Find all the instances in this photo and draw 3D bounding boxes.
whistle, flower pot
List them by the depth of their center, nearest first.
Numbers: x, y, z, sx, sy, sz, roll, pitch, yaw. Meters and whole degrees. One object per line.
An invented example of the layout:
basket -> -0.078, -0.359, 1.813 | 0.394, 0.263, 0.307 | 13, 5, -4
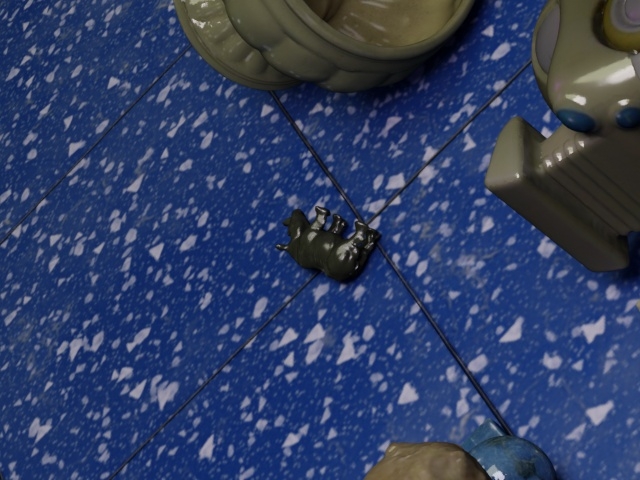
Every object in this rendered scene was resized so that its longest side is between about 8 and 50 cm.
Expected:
whistle -> 0.142, 0.190, 1.489 | 0.090, 0.090, 0.158 | -49, 37, 4
flower pot -> -0.011, -0.291, 1.900 | 0.244, 0.307, 0.307 | -20, 46, 54

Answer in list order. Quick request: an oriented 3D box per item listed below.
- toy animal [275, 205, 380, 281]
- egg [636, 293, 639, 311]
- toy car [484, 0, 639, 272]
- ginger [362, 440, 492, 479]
toy animal -> 0.000, 0.000, 1.831 | 0.136, 0.047, 0.065 | 24, 86, 47
egg -> 0.348, 0.055, 1.291 | 0.244, 0.201, 0.201 | -16, 48, 24
toy car -> 0.265, -0.170, 1.539 | 0.226, 0.242, 0.336 | -29, 44, 31
ginger -> 0.123, 0.300, 1.340 | 0.304, 0.155, 0.244 | 38, 122, 42
